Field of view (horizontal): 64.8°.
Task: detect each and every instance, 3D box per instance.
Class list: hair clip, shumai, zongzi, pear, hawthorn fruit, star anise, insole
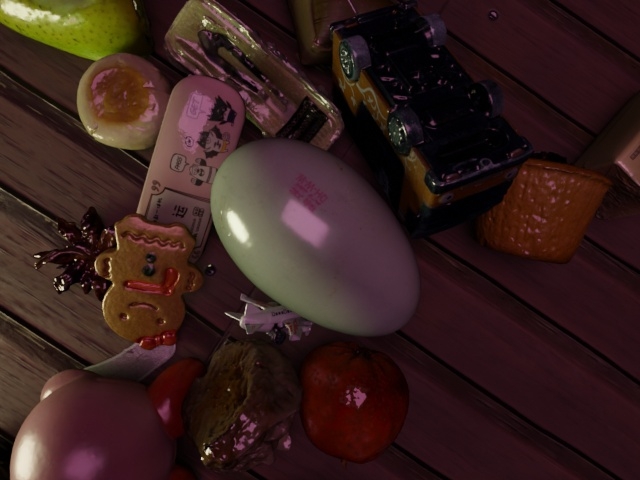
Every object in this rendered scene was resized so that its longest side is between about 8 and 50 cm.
[{"bbox_3d":[-0.103,-0.262,0.839,0.321,0.091,0.138,42,108,-4],"label":"hair clip"},{"bbox_3d":[-0.092,0.269,0.750,0.183,0.218,0.186,-38,114,-14],"label":"shumai"},{"bbox_3d":[0.060,-0.423,0.853,0.255,0.115,0.228,-15,84,-11],"label":"zongzi"},{"bbox_3d":[-0.412,-0.430,0.795,0.291,0.159,0.293,0,88,-1],"label":"pear"},{"bbox_3d":[0.046,0.264,0.791,0.178,0.179,0.201,9,101,-4],"label":"hawthorn fruit"},{"bbox_3d":[-0.375,0.025,0.826,0.167,0.057,0.168,1,86,-14],"label":"star anise"},{"bbox_3d":[-0.345,0.227,0.842,0.231,0.003,0.080,-31,90,-5],"label":"insole"}]

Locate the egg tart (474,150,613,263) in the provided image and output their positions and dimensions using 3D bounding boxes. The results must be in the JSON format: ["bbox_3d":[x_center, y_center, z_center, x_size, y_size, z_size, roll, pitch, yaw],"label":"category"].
[{"bbox_3d":[0.341,-0.060,0.813,0.215,0.215,0.171,12,97,-3],"label":"egg tart"}]

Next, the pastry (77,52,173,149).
[{"bbox_3d":[-0.312,-0.223,0.823,0.156,0.092,0.157,0,85,-2],"label":"pastry"}]

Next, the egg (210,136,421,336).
[{"bbox_3d":[0.000,0.000,0.767,0.370,0.230,0.230,40,85,-8],"label":"egg"}]

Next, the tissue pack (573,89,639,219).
[{"bbox_3d":[0.553,-0.162,0.847,0.125,0.159,0.234,43,85,-1],"label":"tissue pack"}]

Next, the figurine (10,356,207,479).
[{"bbox_3d":[-0.311,0.310,0.734,0.261,0.211,0.270,6,87,-5],"label":"figurine"}]

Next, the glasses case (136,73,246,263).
[{"bbox_3d":[-0.211,-0.104,0.805,0.121,0.075,0.315,18,102,-14],"label":"glasses case"}]

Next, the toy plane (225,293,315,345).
[{"bbox_3d":[-0.061,0.128,0.818,0.171,0.162,0.066,10,101,-40],"label":"toy plane"}]

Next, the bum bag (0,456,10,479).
[{"bbox_3d":[-0.497,0.353,0.740,0.060,0.232,0.107,-7,96,-49],"label":"bum bag"}]

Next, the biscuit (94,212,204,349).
[{"bbox_3d":[-0.273,0.072,0.796,0.165,0.036,0.226,13,107,-14],"label":"biscuit"}]

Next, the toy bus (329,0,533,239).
[{"bbox_3d":[0.142,-0.178,0.751,0.161,0.194,0.324,-21,63,-12],"label":"toy bus"}]
